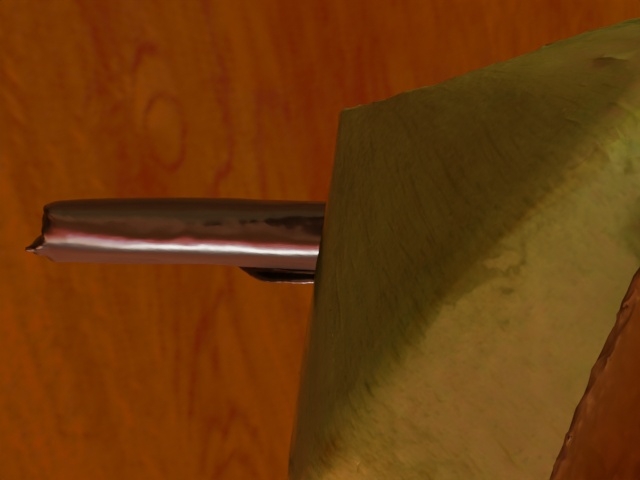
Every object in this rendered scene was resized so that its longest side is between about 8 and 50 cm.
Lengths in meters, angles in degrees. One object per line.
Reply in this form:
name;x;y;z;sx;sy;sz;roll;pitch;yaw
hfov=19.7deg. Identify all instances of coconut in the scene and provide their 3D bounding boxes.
coconut;0.128;0.050;0.756;0.328;0.281;0.328;31;146;24

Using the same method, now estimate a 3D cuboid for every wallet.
wallet;0.000;0.000;1.210;0.377;0.197;0.051;2;84;-6

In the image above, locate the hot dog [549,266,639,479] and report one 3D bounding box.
hot dog;0.257;0.039;0.497;0.367;0.196;0.365;28;100;13
